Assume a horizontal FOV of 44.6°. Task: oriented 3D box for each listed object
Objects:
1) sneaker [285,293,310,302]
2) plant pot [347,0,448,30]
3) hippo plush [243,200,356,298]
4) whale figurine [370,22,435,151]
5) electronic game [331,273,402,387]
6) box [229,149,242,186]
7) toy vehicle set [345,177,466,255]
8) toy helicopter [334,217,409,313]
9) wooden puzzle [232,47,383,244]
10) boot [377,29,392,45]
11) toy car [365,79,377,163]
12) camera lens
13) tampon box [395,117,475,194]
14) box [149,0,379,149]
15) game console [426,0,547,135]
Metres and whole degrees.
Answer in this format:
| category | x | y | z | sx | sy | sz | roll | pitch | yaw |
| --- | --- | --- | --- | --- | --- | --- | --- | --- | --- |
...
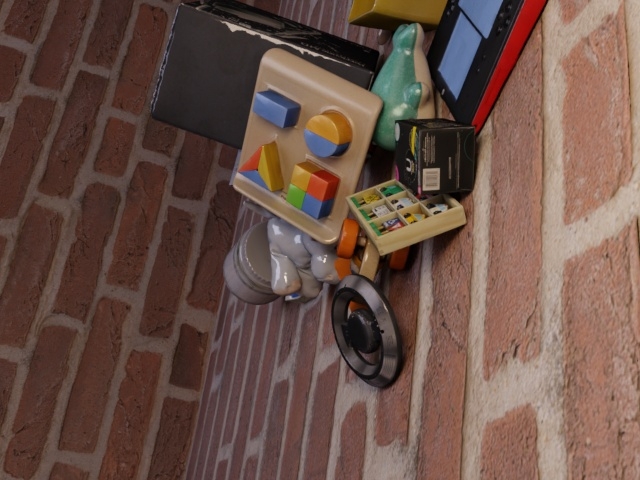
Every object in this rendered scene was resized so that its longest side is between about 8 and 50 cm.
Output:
| category | x | y | z | sx | sy | sz | roll | pitch | yaw |
| --- | --- | --- | --- | --- | --- | --- | --- | --- | --- |
| sneaker | -0.054 | 0.129 | 2.229 | 0.152 | 0.058 | 0.084 | 150 | 128 | -63 |
| plant pot | 0.202 | -0.580 | 1.780 | 0.212 | 0.187 | 0.212 | -151 | 77 | -74 |
| hippo plush | 0.000 | 0.000 | 1.954 | 0.237 | 0.234 | 0.294 | -10 | 98 | 44 |
| whale figurine | 0.162 | -0.324 | 1.665 | 0.216 | 0.141 | 0.271 | -127 | 36 | -71 |
| electronic game | 0.088 | 0.178 | 1.536 | 0.229 | 0.048 | 0.229 | 34 | 131 | 52 |
| box | -0.126 | -0.247 | 2.470 | 0.127 | 0.262 | 0.231 | -169 | 93 | -69 |
| toy vehicle set | 0.155 | -0.059 | 1.491 | 0.267 | 0.166 | 0.035 | -118 | 8 | -68 |
| toy helicopter | 0.100 | 0.028 | 1.727 | 0.355 | 0.140 | 0.234 | -82 | 4 | -66 |
| wooden puzzle | -0.052 | -0.204 | 1.706 | 0.080 | 0.322 | 0.347 | -18 | -47 | -52 |
| boot | 0.193 | -0.592 | 2.110 | 0.087 | 0.042 | 0.118 | -162 | 87 | -73 |
| toy car | 0.147 | -0.339 | 1.991 | 0.239 | 0.053 | 0.224 | 137 | 146 | -62 |
| camera lens | -0.172 | 0.070 | 2.405 | 0.274 | 0.220 | 0.219 | 138 | 145 | -64 |
| tampon box | 0.207 | -0.159 | 1.442 | 0.161 | 0.102 | 0.120 | -131 | 38 | -72 |
| box | -0.119 | -0.408 | 2.013 | 0.471 | 0.480 | 0.297 | -75 | 4 | -69 |
| game console | 0.305 | -0.422 | 1.499 | 0.386 | 0.060 | 0.342 | -98 | 28 | -57 |
